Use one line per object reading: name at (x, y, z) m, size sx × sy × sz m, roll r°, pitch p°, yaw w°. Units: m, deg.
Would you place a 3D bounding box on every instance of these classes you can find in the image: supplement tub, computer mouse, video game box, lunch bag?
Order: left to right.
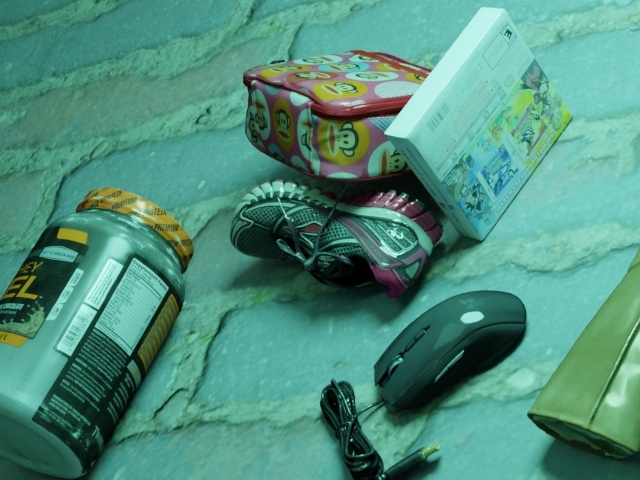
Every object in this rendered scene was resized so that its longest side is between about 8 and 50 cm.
supplement tub at (-0.306, 0.111, 1.955) m, size 0.207 × 0.207 × 0.338 m, roll 0°, pitch 51°, yaw 40°
lunch bag at (0.063, -0.161, 1.940) m, size 0.258 × 0.120 × 0.293 m, roll -10°, pitch 20°, yaw -26°
computer mouse at (0.112, 0.152, 1.679) m, size 0.262 × 0.060 × 0.184 m, roll -31°, pitch 36°, yaw 11°
video game box at (0.189, -0.136, 1.810) m, size 0.048 × 0.187 × 0.205 m, roll 15°, pitch 61°, yaw 52°

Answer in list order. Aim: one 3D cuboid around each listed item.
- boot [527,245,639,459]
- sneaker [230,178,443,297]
boot at (0.360, 0.098, 1.514) m, size 0.236 × 0.089 × 0.269 m, roll 9°, pitch 59°, yaw 52°
sneaker at (0.000, 0.000, 1.885) m, size 0.299 × 0.121 × 0.112 m, roll 2°, pitch 55°, yaw 41°
